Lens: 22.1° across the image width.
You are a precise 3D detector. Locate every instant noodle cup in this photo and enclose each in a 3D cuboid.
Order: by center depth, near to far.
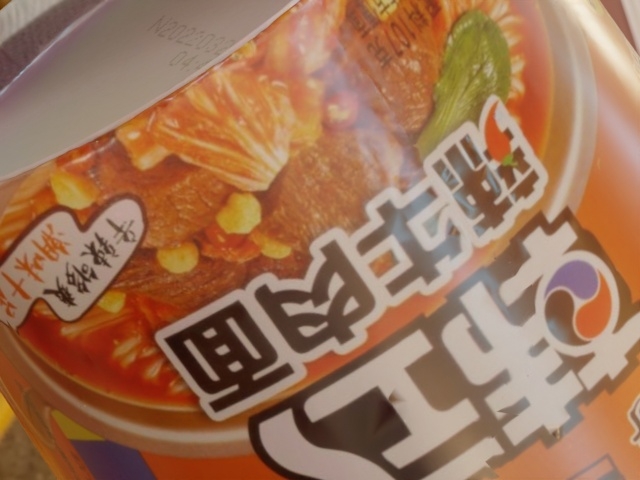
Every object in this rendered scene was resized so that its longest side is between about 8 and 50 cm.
[{"bbox_3d":[0.000,0.000,0.495,0.192,0.250,0.250,55,24,-25],"label":"instant noodle cup"}]
